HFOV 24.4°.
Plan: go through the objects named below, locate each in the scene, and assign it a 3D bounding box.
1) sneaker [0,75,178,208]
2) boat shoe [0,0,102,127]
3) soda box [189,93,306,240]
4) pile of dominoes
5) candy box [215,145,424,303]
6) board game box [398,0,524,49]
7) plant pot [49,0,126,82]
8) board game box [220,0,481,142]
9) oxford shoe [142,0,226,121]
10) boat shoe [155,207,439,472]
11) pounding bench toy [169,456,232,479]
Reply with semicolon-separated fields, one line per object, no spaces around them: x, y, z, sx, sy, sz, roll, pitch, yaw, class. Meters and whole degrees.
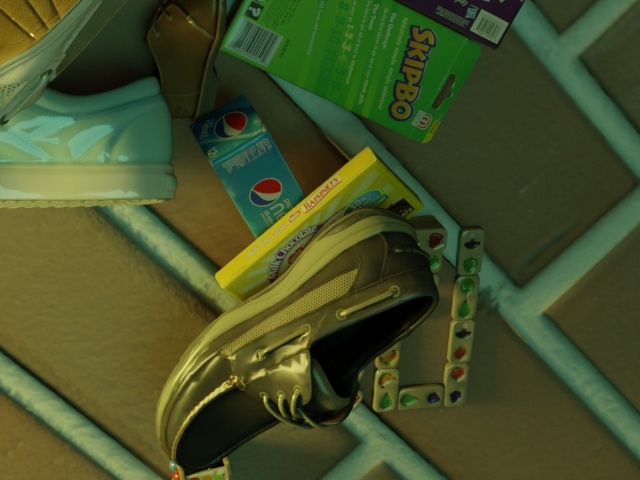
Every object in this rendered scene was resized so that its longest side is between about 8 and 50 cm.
-0.322;-0.107;1.425;0.365;0.135;0.150;0;86;-13;sneaker
-0.257;-0.148;1.183;0.277;0.098;0.096;-39;155;12;boat shoe
-0.055;-0.047;1.518;0.067;0.071;0.210;-30;136;-2;soda box
0.091;0.095;1.681;0.195;0.040;0.251;-4;116;-16;pile of dominoes
0.000;0.000;1.516;0.206;0.027;0.105;-40;135;8;candy box
0.084;-0.351;1.459;0.346;0.056;0.208;23;111;-26;board game box
-0.256;-0.320;1.274;0.274;0.256;0.256;40;99;-14;plant pot
0.032;-0.201;1.521;0.259;0.039;0.124;24;107;-23;board game box
-0.132;-0.214;1.443;0.076;0.076;0.212;4;115;-14;oxford shoe
-0.027;0.122;1.495;0.355;0.130;0.132;-46;140;15;boat shoe
-0.135;0.279;1.693;0.065;0.052;0.083;-13;118;-11;pounding bench toy
